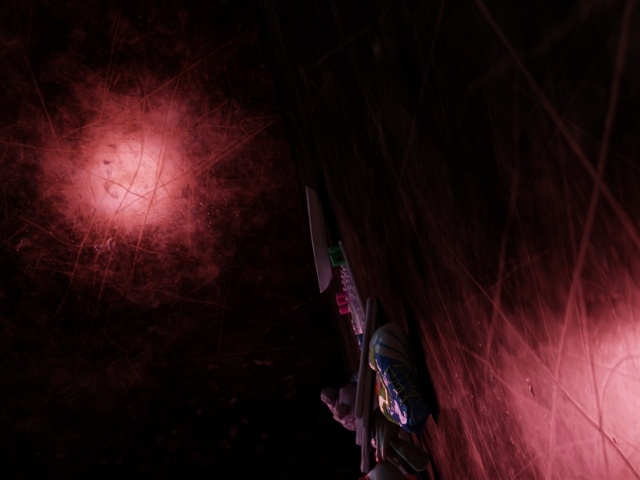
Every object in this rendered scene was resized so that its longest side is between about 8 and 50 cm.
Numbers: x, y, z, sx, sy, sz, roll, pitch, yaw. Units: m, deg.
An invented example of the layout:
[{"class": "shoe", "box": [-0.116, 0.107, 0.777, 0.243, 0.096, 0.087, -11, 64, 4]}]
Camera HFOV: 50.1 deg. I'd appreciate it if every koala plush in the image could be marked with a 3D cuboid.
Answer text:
[{"class": "koala plush", "box": [0.122, 0.582, 2.455, 0.203, 0.196, 0.221, 61, 173, 15]}]

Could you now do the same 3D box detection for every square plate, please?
[{"class": "square plate", "box": [0.000, 0.000, 2.315, 0.347, 0.049, 0.343, 48, -147, -87]}]

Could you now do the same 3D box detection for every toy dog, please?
[{"class": "toy dog", "box": [0.205, 0.552, 1.570, 0.220, 0.161, 0.333, 82, -174, -84]}]

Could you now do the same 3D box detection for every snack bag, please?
[{"class": "snack bag", "box": [0.115, 0.362, 1.692, 0.342, 0.037, 0.322, 84, -168, -53]}]

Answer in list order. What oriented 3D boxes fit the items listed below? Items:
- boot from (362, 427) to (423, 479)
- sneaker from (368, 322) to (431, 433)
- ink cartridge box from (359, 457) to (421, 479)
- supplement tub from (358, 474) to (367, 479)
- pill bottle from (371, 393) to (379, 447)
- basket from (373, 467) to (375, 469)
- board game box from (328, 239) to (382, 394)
[{"class": "boot", "box": [0.160, 0.576, 1.788, 0.088, 0.176, 0.244, 76, 178, -69]}, {"class": "sneaker", "box": [0.165, 0.271, 1.304, 0.126, 0.091, 0.240, 39, 149, 50]}, {"class": "ink cartridge box", "box": [0.166, 0.631, 1.702, 0.145, 0.179, 0.045, 57, -179, 28]}, {"class": "supplement tub", "box": [0.174, 0.690, 1.894, 0.106, 0.198, 0.105, 165, 90, -86]}, {"class": "pill bottle", "box": [0.179, 0.531, 1.942, 0.094, 0.094, 0.169, 80, 174, -56]}, {"class": "basket", "box": [0.226, 0.756, 2.064, 0.167, 0.114, 0.103, -124, 21, -77]}, {"class": "board game box", "box": [0.109, 0.256, 2.156, 0.389, 0.051, 0.389, 79, 173, -58]}]
